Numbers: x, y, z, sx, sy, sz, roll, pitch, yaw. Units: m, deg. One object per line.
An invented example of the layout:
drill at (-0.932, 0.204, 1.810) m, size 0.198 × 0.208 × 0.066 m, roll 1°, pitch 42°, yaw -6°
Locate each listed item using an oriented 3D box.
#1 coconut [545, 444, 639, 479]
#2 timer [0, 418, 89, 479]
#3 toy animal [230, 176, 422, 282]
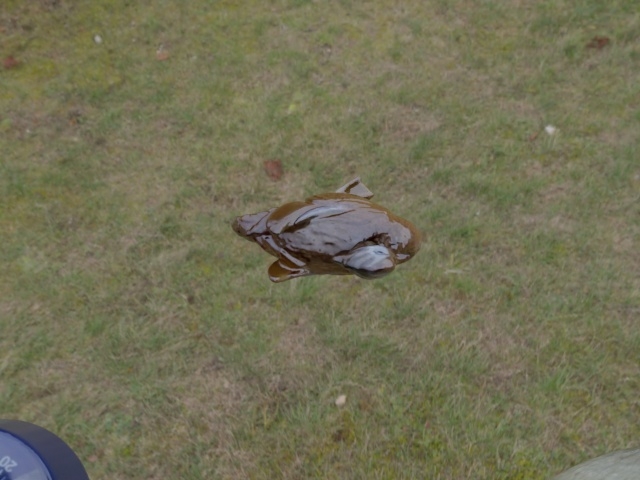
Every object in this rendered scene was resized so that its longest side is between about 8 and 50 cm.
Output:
coconut at (0.151, 0.232, 0.309) m, size 0.238 × 0.237 × 0.265 m, roll 6°, pitch 72°, yaw 12°
timer at (-0.407, 0.306, 0.680) m, size 0.271 × 0.383 × 0.270 m, roll 2°, pitch 69°, yaw -6°
toy animal at (0.000, 0.000, 0.613) m, size 0.188 × 0.089 × 0.179 m, roll 0°, pitch 16°, yaw 6°
